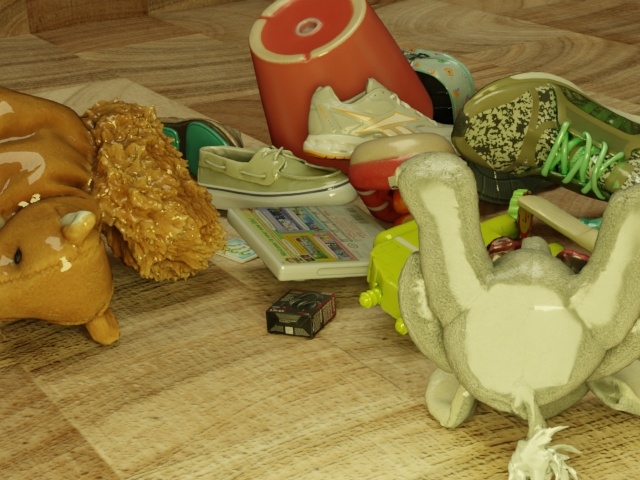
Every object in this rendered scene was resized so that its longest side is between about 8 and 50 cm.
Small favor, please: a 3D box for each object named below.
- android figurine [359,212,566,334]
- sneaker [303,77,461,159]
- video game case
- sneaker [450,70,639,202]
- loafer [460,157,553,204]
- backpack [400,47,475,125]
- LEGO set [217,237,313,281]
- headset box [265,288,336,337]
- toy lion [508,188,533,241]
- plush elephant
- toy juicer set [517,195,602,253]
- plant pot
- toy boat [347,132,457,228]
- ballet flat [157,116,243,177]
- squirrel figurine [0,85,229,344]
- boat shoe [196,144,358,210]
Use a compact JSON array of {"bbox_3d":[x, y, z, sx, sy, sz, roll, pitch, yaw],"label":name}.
[{"bbox_3d":[0.170,0.044,1.677,0.273,0.056,0.248,-23,43,-38],"label":"android figurine"},{"bbox_3d":[0.107,-0.176,2.007,0.262,0.121,0.099,1,2,-6],"label":"sneaker"},{"bbox_3d":[0.000,0.000,1.816,0.193,0.023,0.212,-2,22,-23],"label":"video game case"},{"bbox_3d":[0.381,-0.116,1.901,0.410,0.158,0.182,11,22,-19],"label":"sneaker"},{"bbox_3d":[0.286,-0.104,2.125,0.267,0.096,0.084,-13,1,-41],"label":"loafer"},{"bbox_3d":[0.183,-0.246,2.394,0.188,0.166,0.144,20,36,41],"label":"backpack"},{"bbox_3d":[-0.015,-0.005,1.925,0.182,0.060,0.244,-23,28,-34],"label":"LEGO set"},{"bbox_3d":[-0.022,0.088,1.702,0.062,0.032,0.083,6,23,25],"label":"headset box"},{"bbox_3d":[0.264,-0.018,1.849,0.034,0.096,0.100,6,23,26],"label":"toy lion"},{"bbox_3d":[0.215,0.086,1.379,0.271,0.330,0.255,1,-3,8],"label":"plush elephant"},{"bbox_3d":[0.432,0.017,1.759,0.329,0.089,0.209,-2,31,-19],"label":"toy juicer set"},{"bbox_3d":[0.017,-0.256,2.197,0.275,0.243,0.275,-13,44,13],"label":"plant pot"},{"bbox_3d":[0.124,-0.052,1.913,0.151,0.151,0.231,-8,-22,14],"label":"toy boat"},{"bbox_3d":[-0.197,-0.164,2.328,0.106,0.108,0.316,-10,21,-38],"label":"ballet flat"},{"bbox_3d":[-0.315,-0.036,1.766,0.397,0.281,0.370,-15,29,-22],"label":"squirrel figurine"},{"bbox_3d":[-0.078,-0.094,2.073,0.302,0.094,0.109,3,18,37],"label":"boat shoe"}]
